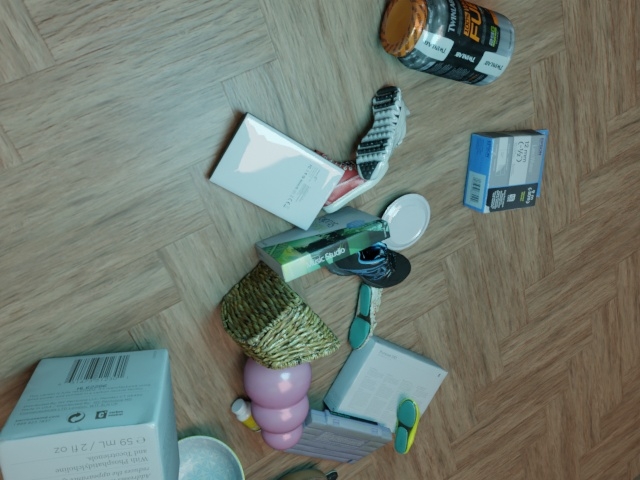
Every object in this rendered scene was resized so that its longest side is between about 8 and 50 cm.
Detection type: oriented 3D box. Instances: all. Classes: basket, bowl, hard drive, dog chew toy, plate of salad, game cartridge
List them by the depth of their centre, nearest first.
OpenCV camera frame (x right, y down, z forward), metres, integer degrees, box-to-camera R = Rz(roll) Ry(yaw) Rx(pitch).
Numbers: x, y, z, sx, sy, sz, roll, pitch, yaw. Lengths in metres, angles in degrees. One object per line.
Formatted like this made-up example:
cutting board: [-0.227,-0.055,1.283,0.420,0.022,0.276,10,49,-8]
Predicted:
hard drive: [-0.115,-0.179,1.424,0.307,0.040,0.203,27,105,-23]
basket: [-0.123,0.238,1.460,0.213,0.299,0.223,-44,121,-6]
bowl: [-0.361,0.743,1.588,0.289,0.290,0.156,-32,162,-13]
dog chew toy: [-0.122,0.480,1.594,0.206,0.206,0.332,-11,107,-23]
plate of salad: [0.266,-0.061,1.699,0.199,0.048,0.200,-15,125,-23]
game cartridge: [0.045,0.663,1.782,0.354,0.068,0.230,25,122,-31]

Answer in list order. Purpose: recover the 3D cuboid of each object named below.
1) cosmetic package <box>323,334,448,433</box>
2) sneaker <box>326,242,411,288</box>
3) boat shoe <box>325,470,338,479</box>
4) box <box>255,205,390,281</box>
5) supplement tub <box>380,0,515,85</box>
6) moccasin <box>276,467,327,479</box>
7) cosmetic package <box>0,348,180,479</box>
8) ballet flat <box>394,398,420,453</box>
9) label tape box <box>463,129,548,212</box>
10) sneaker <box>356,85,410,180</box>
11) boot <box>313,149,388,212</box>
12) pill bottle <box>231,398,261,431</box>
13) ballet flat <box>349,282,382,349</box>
cosmetic package: [0.235,0.512,1.860,0.377,0.097,0.285,28,97,-32]
sneaker: [0.173,0.069,1.615,0.340,0.139,0.125,10,68,-38]
boat shoe: [0.013,0.891,1.918,0.133,0.042,0.049,-34,118,-14]
box: [0.000,0.000,1.477,0.321,0.232,0.059,-24,112,-18]
supplement tub: [0.350,-0.562,1.467,0.337,0.207,0.207,3,106,-28]
moccasin: [-0.143,0.894,1.776,0.379,0.147,0.139,-14,114,-22]
cosmetic package: [-0.535,0.528,1.307,0.329,0.327,0.394,-4,110,-11]
ballet flat: [0.310,0.641,1.858,0.077,0.077,0.231,-14,119,-45]
label tape box: [0.666,-0.241,1.798,0.347,0.115,0.249,-7,111,-23]
sneaker: [0.190,-0.292,1.509,0.118,0.110,0.292,37,67,-46]
boot: [0.071,-0.216,1.524,0.244,0.088,0.176,-36,119,-7]
pill bottle: [-0.224,0.546,1.659,0.065,0.065,0.116,-45,122,-6]
ballet flat: [0.158,0.246,1.735,0.077,0.091,0.241,-2,111,-41]
